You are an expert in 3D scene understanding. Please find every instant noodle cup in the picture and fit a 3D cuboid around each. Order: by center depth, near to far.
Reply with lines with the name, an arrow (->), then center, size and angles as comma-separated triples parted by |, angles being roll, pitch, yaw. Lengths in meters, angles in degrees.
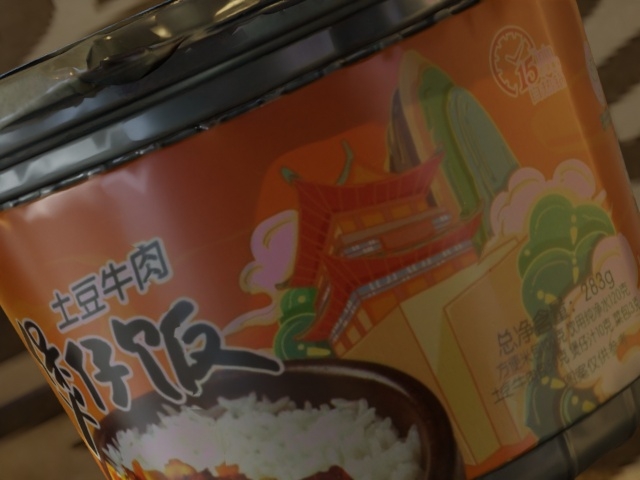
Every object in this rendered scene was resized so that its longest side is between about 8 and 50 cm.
instant noodle cup -> 0.000, 0.000, 0.435 | 0.178, 0.125, 0.208 | -16, 11, 39
